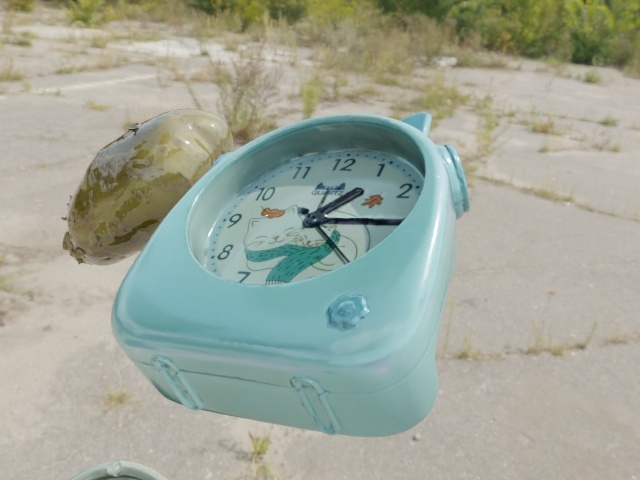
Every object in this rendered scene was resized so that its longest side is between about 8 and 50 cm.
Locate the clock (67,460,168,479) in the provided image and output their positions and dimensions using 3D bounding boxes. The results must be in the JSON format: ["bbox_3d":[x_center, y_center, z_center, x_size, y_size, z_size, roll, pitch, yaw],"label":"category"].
[{"bbox_3d":[-0.275,0.419,0.880,0.236,0.237,0.053,12,-21,15],"label":"clock"}]

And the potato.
[{"bbox_3d":[-0.242,-0.066,0.878,0.141,0.296,0.192,45,28,-16],"label":"potato"}]

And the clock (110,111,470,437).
[{"bbox_3d":[0.000,0.000,0.485,0.223,0.094,0.274,4,45,28],"label":"clock"}]
